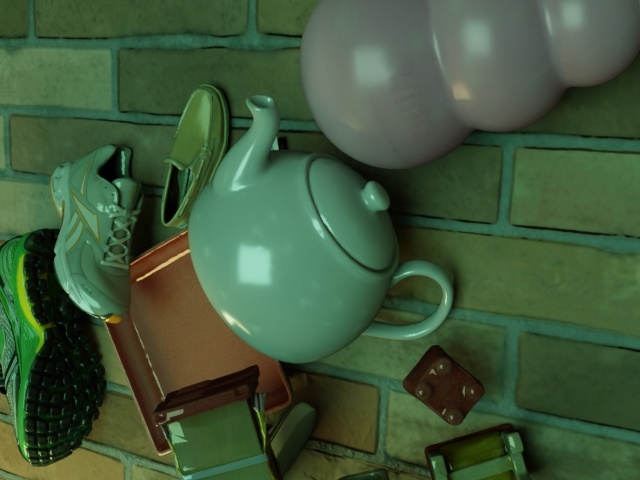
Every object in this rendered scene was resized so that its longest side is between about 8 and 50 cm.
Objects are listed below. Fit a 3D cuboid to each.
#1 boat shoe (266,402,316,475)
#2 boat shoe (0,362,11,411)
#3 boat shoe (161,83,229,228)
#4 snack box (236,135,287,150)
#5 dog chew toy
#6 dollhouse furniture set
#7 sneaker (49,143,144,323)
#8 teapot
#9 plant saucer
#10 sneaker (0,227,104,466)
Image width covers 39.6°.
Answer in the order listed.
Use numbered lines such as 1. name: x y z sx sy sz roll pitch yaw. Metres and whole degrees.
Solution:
1. boat shoe: -0.081 0.279 1.135 0.070 0.078 0.219 40 117 19
2. boat shoe: -0.463 0.219 1.363 0.080 0.076 0.228 -20 87 32
3. boat shoe: -0.165 -0.105 1.131 0.068 0.072 0.190 17 106 29
4. snack box: -0.065 -0.038 1.109 0.064 0.022 0.178 -3 96 33
5. dog chew toy: 0.150 -0.188 0.858 0.332 0.206 0.207 -10 92 25
6. dollhouse furniture set: 0.023 0.224 0.990 0.374 0.152 0.201 -16 90 -1
7. sneaker: -0.283 -0.020 1.173 0.121 0.099 0.262 -31 60 23
8. teapot: 0.000 0.000 0.955 0.187 0.256 0.252 -32 72 27
9. plant saucer: -0.167 0.128 1.184 0.258 0.048 0.259 -27 82 32
10. sneaker: -0.414 0.159 1.308 0.146 0.134 0.343 -7 85 39
